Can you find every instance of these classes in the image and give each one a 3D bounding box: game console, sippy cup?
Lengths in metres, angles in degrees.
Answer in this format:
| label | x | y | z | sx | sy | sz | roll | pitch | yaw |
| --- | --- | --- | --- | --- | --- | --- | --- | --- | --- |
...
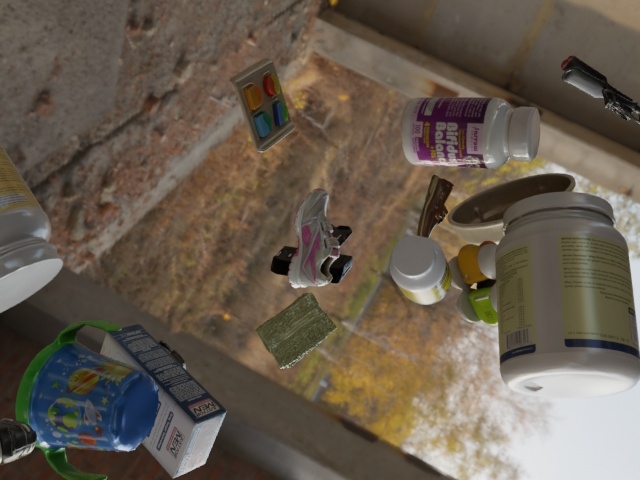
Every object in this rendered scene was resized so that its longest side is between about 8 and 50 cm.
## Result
| label | x | y | z | sx | sy | sz | roll | pitch | yaw |
| --- | --- | --- | --- | --- | --- | --- | --- | --- | --- |
| game console | 0.012 | 0.029 | 2.266 | 0.361 | 0.213 | 0.044 | -46 | 141 | -59 |
| sippy cup | -0.475 | 0.342 | 1.601 | 0.240 | 0.224 | 0.306 | -59 | 148 | -49 |

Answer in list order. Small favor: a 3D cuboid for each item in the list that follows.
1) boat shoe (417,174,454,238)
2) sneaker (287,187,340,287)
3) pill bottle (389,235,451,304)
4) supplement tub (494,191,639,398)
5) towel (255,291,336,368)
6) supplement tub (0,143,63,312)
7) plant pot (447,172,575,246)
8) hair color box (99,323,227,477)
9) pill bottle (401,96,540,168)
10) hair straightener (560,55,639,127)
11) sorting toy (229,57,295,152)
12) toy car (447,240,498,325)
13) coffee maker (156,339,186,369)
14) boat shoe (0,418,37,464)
| label | x | y | z | sx | sy | sz | roll | pitch | yaw |
| --- | --- | --- | --- | --- | --- | --- | --- | --- | --- |
| boat shoe | 0.265 | -0.069 | 1.752 | 0.064 | 0.060 | 0.178 | 92 | 16 | -66 |
| sneaker | 0.000 | 0.000 | 1.856 | 0.103 | 0.111 | 0.252 | -10 | 109 | -65 |
| pill bottle | 0.183 | 0.052 | 1.396 | 0.103 | 0.103 | 0.184 | -62 | 159 | -7 |
| supplement tub | 0.434 | 0.101 | 1.355 | 0.235 | 0.235 | 0.325 | 100 | -6 | -67 |
| towel | -0.050 | 0.188 | 1.583 | 0.148 | 0.110 | 0.027 | -36 | 171 | -10 |
| supplement tub | -0.615 | -0.048 | 1.289 | 0.241 | 0.331 | 0.241 | -34 | 174 | -4 |
| plant pot | 0.537 | 0.028 | 1.982 | 0.306 | 0.333 | 0.334 | 69 | 25 | -14 |
| hair color box | -0.392 | 0.373 | 1.802 | 0.105 | 0.347 | 0.174 | -10 | 131 | -51 |
| pill bottle | 0.360 | -0.256 | 1.808 | 0.169 | 0.301 | 0.169 | -17 | 110 | -59 |
| hair straightener | 0.593 | -0.290 | 1.573 | 0.047 | 0.230 | 0.089 | -42 | -157 | 43 |
| sorting toy | -0.144 | -0.362 | 2.010 | 0.193 | 0.038 | 0.208 | -47 | 122 | -49 |
| toy car | 0.369 | 0.087 | 1.629 | 0.136 | 0.182 | 0.159 | -15 | 174 | -34 |
| coffee maker | -0.435 | 0.378 | 2.094 | 0.120 | 0.171 | 0.178 | -63 | -175 | 14 |
| boat shoe | -0.561 | 0.356 | 1.341 | 0.079 | 0.084 | 0.233 | -15 | 177 | -35 |
